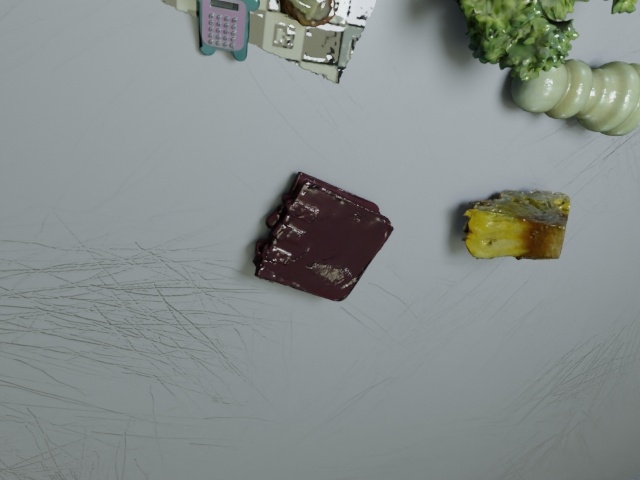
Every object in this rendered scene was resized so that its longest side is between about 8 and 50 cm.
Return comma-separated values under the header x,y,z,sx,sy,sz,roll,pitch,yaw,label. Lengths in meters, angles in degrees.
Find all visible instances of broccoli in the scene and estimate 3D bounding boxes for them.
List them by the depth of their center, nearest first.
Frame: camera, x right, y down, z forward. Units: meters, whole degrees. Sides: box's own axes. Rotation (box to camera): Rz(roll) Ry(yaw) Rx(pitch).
x,y,z,sx,sy,sz,roll,pitch,yaw,label
0.341,-0.413,0.650,0.339,0.317,0.277,0,143,25,broccoli

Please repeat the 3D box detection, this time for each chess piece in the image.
x,y,z,sx,sy,sz,roll,pitch,yaw,label
0.463,-0.272,0.860,0.243,0.133,0.133,5,117,-14,chess piece

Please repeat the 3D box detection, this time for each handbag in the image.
x,y,z,sx,sy,sz,roll,pitch,yaw,label
0.000,-0.001,0.871,0.216,0.074,0.203,20,110,-26,handbag

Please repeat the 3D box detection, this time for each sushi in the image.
x,y,z,sx,sy,sz,roll,pitch,yaw,label
-0.027,-0.422,0.622,0.320,0.068,0.339,16,112,-27,sushi

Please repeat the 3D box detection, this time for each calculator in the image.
x,y,z,sx,sy,sz,roll,pitch,yaw,label
-0.131,-0.317,0.645,0.094,0.019,0.141,7,136,-7,calculator

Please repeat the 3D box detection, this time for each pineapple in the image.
x,y,z,sx,sy,sz,roll,pitch,yaw,label
0.404,-0.033,0.926,0.237,0.186,0.114,-15,121,-3,pineapple
